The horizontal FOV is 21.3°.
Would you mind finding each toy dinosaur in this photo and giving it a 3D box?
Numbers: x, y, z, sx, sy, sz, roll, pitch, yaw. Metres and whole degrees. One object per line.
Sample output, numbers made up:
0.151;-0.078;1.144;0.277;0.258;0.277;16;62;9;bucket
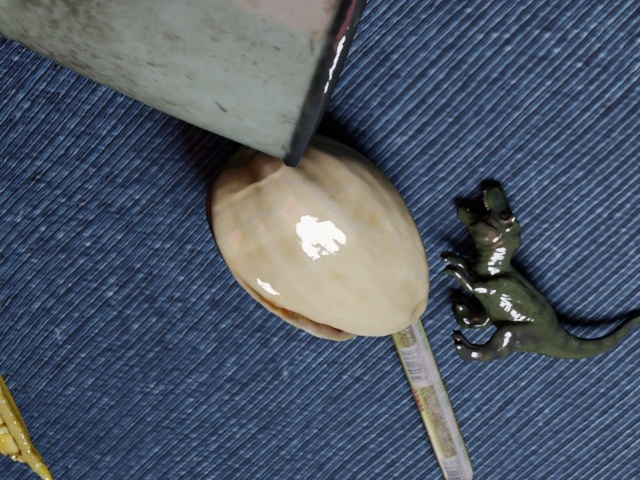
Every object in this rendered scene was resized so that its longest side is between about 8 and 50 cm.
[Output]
0.200;0.041;1.512;0.179;0.087;0.187;-12;122;9;toy dinosaur

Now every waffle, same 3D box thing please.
-0.345;0.175;1.629;0.125;0.032;0.191;-15;119;8;waffle

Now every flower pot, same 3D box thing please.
-0.119;-0.244;1.236;0.330;0.293;0.293;20;120;-3;flower pot

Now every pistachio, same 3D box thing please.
0.000;0.000;1.449;0.157;0.157;0.229;-34;125;20;pistachio

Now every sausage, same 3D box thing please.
0.100;0.135;1.602;0.033;0.033;0.269;-16;120;10;sausage
